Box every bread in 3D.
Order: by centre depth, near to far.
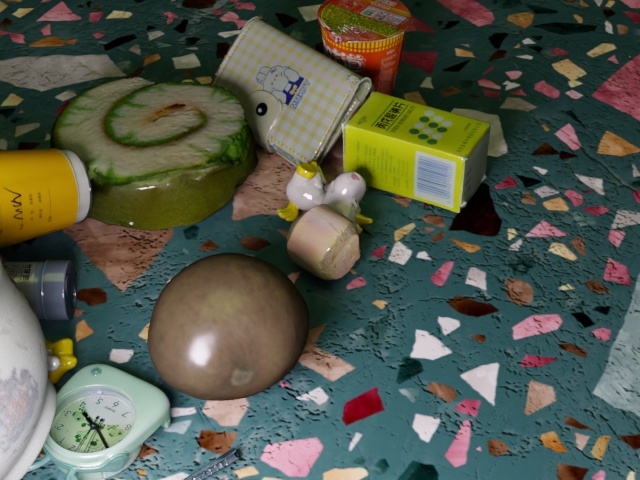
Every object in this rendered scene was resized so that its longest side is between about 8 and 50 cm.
[{"bbox_3d":[-0.312,-0.172,2.083,0.366,0.129,0.382,-22,45,-20],"label":"bread"}]

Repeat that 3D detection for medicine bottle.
[{"bbox_3d":[0.176,-0.164,2.073,0.250,0.141,0.137,19,46,20],"label":"medicine bottle"}]

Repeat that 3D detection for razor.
[{"bbox_3d":[-0.193,0.343,1.566,0.190,0.033,0.066,-28,93,-32],"label":"razor"}]

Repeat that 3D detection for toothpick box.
[{"bbox_3d":[-0.480,0.080,1.809,0.153,0.101,0.101,0,41,-1],"label":"toothpick box"}]

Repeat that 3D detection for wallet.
[{"bbox_3d":[-0.071,-0.286,2.177,0.309,0.077,0.223,36,94,32],"label":"wallet"}]

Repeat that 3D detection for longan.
[{"bbox_3d":[-0.138,0.133,1.666,0.248,0.248,0.248,0,41,0],"label":"longan"}]

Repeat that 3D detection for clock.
[{"bbox_3d":[-0.330,0.277,1.611,0.159,0.066,0.211,22,46,23],"label":"clock"}]

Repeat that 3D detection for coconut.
[{"bbox_3d":[0.000,0.000,1.899,0.122,0.116,0.116,35,51,29],"label":"coconut"}]

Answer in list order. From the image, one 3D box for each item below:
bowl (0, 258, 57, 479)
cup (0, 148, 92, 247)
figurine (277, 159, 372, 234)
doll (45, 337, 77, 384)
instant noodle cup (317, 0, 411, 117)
[{"bbox_3d":[-0.490,0.231,1.516,0.435,0.196,0.435,-35,35,29],"label":"bowl"},{"bbox_3d":[-0.533,-0.071,1.853,0.280,0.196,0.196,-14,41,-37],"label":"cup"},{"bbox_3d":[0.019,-0.068,2.010,0.178,0.109,0.129,19,71,20],"label":"figurine"},{"bbox_3d":[-0.439,0.186,1.695,0.135,0.071,0.113,-3,-4,9],"label":"doll"},{"bbox_3d":[0.082,-0.358,2.239,0.193,0.212,0.193,1,41,-1],"label":"instant noodle cup"}]
